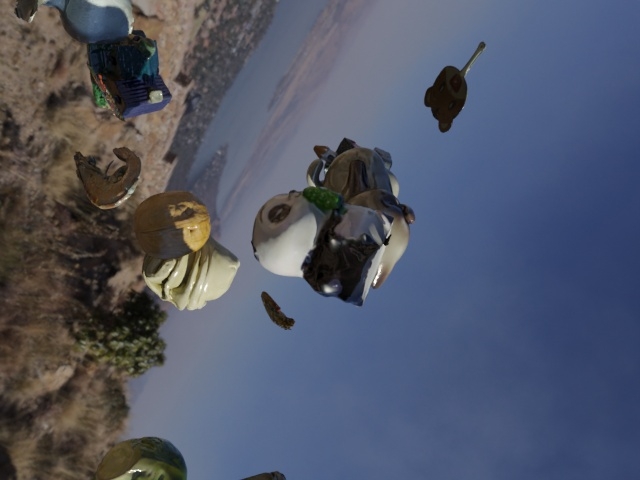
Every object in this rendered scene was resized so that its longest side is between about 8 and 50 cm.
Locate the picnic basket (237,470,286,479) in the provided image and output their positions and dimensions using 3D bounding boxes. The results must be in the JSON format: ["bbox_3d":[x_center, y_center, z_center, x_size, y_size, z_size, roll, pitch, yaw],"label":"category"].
[{"bbox_3d":[-0.194,0.651,1.266,0.139,0.266,0.165,69,4,-64],"label":"picnic basket"}]

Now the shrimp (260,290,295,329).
[{"bbox_3d":[-0.160,0.255,1.993,0.053,0.133,0.236,-20,-156,-22],"label":"shrimp"}]

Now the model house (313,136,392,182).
[{"bbox_3d":[0.097,-0.286,2.183,0.271,0.300,0.190,-58,-174,22],"label":"model house"}]

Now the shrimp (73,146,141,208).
[{"bbox_3d":[-0.492,-0.162,1.249,0.143,0.251,0.052,-46,150,-8],"label":"shrimp"}]

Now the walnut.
[{"bbox_3d":[-0.418,-0.046,1.547,0.225,0.193,0.193,-10,143,-52],"label":"walnut"}]

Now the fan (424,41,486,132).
[{"bbox_3d":[0.327,-0.380,1.310,0.227,0.008,0.153,-57,-141,45],"label":"fan"}]

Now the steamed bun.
[{"bbox_3d":[-0.432,0.109,1.751,0.203,0.289,0.276,-54,168,-54],"label":"steamed bun"}]

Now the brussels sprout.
[{"bbox_3d":[-0.333,0.451,1.027,0.161,0.181,0.143,-31,-147,-29],"label":"brussels sprout"}]

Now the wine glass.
[{"bbox_3d":[-0.791,-0.764,1.770,0.323,0.238,0.238,-8,144,-47],"label":"wine glass"}]

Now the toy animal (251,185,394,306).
[{"bbox_3d":[0.001,-0.007,1.071,0.213,0.266,0.212,-62,174,-12],"label":"toy animal"}]

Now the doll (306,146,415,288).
[{"bbox_3d":[0.118,-0.085,1.413,0.226,0.215,0.370,-26,-136,4],"label":"doll"}]

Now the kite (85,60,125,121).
[{"bbox_3d":[-0.543,-0.367,1.403,0.009,0.232,0.189,-32,165,-17],"label":"kite"}]

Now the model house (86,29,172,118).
[{"bbox_3d":[-0.736,-0.649,2.143,0.245,0.280,0.312,-22,132,-38],"label":"model house"}]
